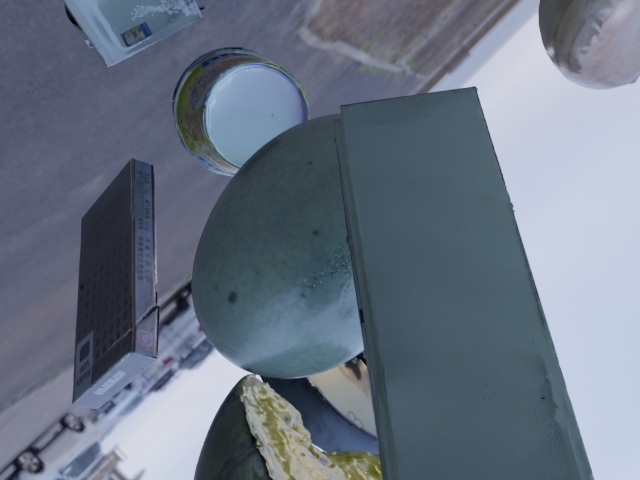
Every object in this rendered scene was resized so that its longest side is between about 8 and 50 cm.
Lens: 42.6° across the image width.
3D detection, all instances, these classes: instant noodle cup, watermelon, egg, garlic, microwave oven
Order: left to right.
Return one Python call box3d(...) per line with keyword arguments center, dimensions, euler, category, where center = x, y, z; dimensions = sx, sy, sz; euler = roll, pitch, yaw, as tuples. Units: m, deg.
box3d(center=(-0.260, -0.348, 1.009), dimensions=(0.163, 0.129, 0.205), euler=(-29, 148, -4), category="microwave oven")
box3d(center=(-0.108, -0.189, 1.229), dimensions=(0.205, 0.205, 0.153), euler=(-45, -159, -7), category="instant noodle cup")
box3d(center=(0.000, 0.000, 0.645), dimensions=(0.236, 0.169, 0.169), euler=(-52, -176, -28), category="egg")
box3d(center=(0.012, 0.284, 0.704), dimensions=(0.189, 0.331, 0.331), euler=(-51, 179, 13), category="watermelon")
box3d(center=(0.264, -0.219, 0.770), dimensions=(0.115, 0.128, 0.207), euler=(-48, 165, -16), category="garlic")

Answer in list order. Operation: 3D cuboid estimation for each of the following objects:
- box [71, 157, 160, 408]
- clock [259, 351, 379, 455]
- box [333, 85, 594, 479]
box3d(center=(-0.298, 0.059, 1.192), dimensions=(0.180, 0.047, 0.325), euler=(-39, -133, 38), category="box")
box3d(center=(0.046, 0.168, 1.155), dimensions=(0.067, 0.325, 0.325), euler=(-45, 180, 29), category="clock")
box3d(center=(0.063, 0.048, 0.438), dimensions=(0.086, 0.225, 0.129), euler=(-8, 147, 2), category="box")
